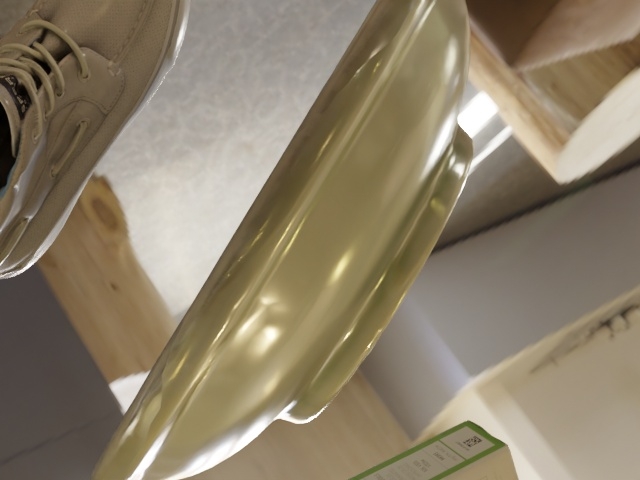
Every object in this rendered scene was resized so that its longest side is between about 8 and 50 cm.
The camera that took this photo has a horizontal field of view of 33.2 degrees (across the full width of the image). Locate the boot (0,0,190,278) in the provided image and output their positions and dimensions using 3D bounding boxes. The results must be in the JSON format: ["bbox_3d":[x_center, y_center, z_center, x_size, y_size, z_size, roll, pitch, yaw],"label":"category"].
[{"bbox_3d":[-0.162,-0.087,0.636,0.258,0.095,0.123,-63,179,4],"label":"boot"}]

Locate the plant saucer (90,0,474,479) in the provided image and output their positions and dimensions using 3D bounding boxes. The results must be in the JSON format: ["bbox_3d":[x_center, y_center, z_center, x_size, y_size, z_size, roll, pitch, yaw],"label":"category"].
[{"bbox_3d":[0.000,0.000,0.679,0.400,0.100,0.400,-59,-176,7],"label":"plant saucer"}]

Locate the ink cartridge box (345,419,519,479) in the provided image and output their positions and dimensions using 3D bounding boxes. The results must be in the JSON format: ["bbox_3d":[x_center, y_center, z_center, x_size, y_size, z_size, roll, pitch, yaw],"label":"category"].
[{"bbox_3d":[0.043,0.220,0.734,0.209,0.109,0.062,-24,-163,-17],"label":"ink cartridge box"}]
